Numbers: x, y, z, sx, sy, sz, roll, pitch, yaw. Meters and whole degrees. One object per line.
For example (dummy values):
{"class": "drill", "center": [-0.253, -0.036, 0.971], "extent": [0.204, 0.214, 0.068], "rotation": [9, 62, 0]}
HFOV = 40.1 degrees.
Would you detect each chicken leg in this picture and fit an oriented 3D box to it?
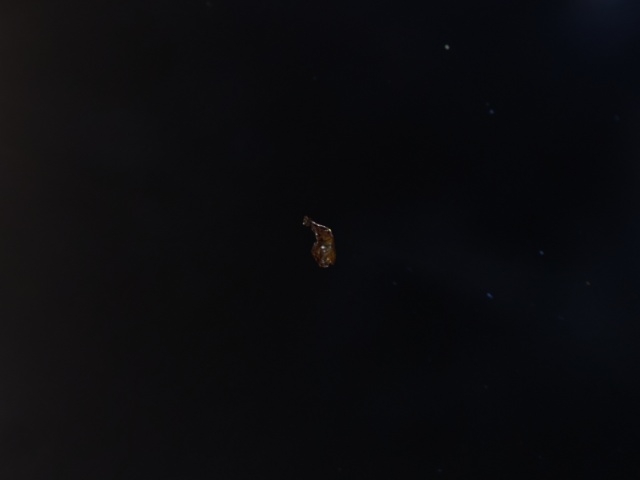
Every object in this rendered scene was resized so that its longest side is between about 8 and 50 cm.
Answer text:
{"class": "chicken leg", "center": [0.002, 0.001, 1.213], "extent": [0.036, 0.083, 0.021], "rotation": [-11, -154, 11]}
